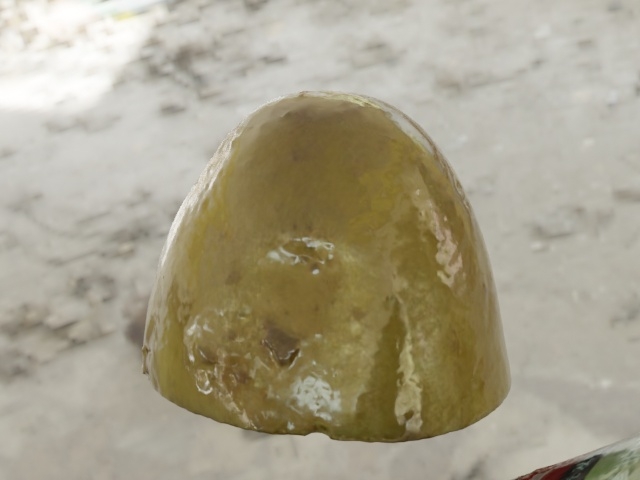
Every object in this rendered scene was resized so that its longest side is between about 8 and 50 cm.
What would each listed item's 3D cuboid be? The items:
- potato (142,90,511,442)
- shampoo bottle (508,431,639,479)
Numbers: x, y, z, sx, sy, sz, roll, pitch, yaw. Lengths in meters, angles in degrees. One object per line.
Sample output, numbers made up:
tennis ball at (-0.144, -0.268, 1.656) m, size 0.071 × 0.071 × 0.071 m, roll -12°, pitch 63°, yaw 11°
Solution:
potato at (0.000, 0.000, 0.920) m, size 0.178 × 0.158 × 0.203 m, roll -16°, pitch 21°, yaw -35°
shampoo bottle at (0.087, 0.127, 0.662) m, size 0.314 × 0.076 × 0.118 m, roll -30°, pitch 9°, yaw 47°
